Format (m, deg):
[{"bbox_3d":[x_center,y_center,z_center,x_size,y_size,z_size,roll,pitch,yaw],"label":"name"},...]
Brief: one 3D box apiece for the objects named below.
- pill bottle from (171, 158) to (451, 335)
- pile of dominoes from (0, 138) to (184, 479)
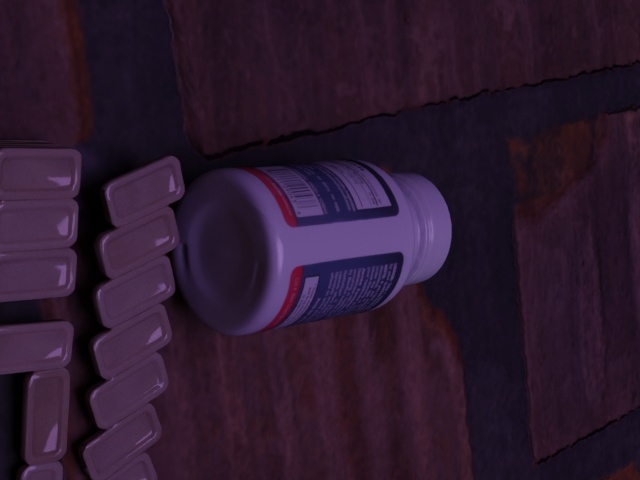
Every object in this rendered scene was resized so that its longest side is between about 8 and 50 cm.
[{"bbox_3d":[0.000,0.000,0.904,0.180,0.108,0.108,-7,97,-44],"label":"pill bottle"},{"bbox_3d":[-0.177,0.067,0.803,0.196,0.040,0.251,-4,104,-44],"label":"pile of dominoes"}]
